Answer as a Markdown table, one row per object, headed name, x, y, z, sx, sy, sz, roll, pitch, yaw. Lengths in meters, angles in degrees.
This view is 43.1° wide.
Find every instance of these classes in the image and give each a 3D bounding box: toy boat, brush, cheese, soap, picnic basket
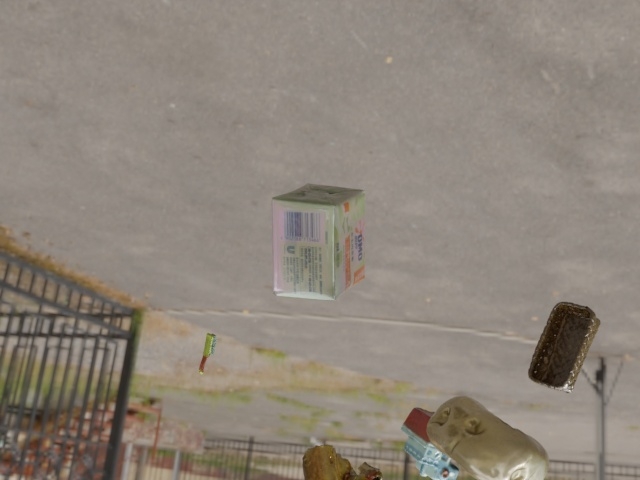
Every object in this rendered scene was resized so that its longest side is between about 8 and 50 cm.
| name | x | y | z | sx | sy | sz | roll | pitch | yaw |
| --- | --- | --- | --- | --- | --- | --- | --- | --- | --- |
| toy boat | 0.330 | 0.482 | 1.803 | 0.332 | 0.133 | 0.145 | 21 | 179 | -27 |
| brush | -0.222 | 0.225 | 1.598 | 0.021 | 0.083 | 0.019 | 10 | -174 | -45 |
| cheese | 0.293 | 0.362 | 1.425 | 0.218 | 0.117 | 0.235 | 34 | 176 | 19 |
| soap | 0.000 | 0.000 | 1.582 | 0.138 | 0.199 | 0.182 | 4 | -166 | 21 |
| picnic basket | 0.524 | 0.230 | 1.736 | 0.055 | 0.193 | 0.110 | 33 | 168 | -37 |

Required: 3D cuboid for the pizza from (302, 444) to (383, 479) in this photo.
| name | x | y | z | sx | sy | sz | roll | pitch | yaw |
| --- | --- | --- | --- | --- | --- | --- | --- | --- | --- |
| pizza | 0.115 | 0.548 | 1.474 | 0.130 | 0.440 | 0.406 | -16 | 176 | 23 |
